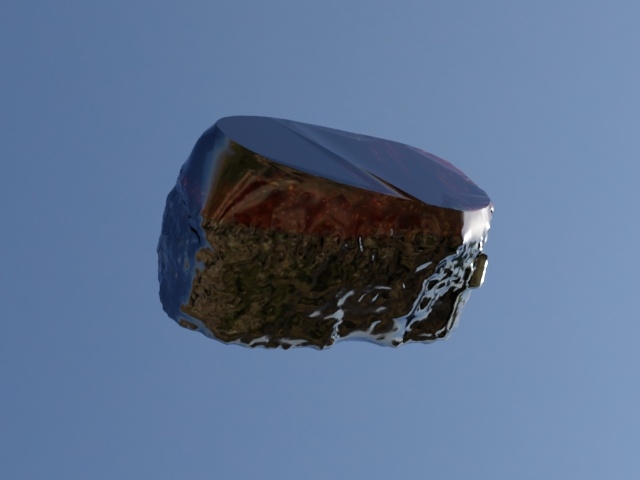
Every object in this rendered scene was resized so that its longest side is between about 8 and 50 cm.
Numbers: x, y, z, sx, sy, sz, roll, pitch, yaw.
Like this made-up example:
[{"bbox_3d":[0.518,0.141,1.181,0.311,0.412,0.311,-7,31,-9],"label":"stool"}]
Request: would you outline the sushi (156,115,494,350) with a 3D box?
[{"bbox_3d":[0.000,0.000,1.088,0.225,0.136,0.126,7,-66,-33],"label":"sushi"}]
